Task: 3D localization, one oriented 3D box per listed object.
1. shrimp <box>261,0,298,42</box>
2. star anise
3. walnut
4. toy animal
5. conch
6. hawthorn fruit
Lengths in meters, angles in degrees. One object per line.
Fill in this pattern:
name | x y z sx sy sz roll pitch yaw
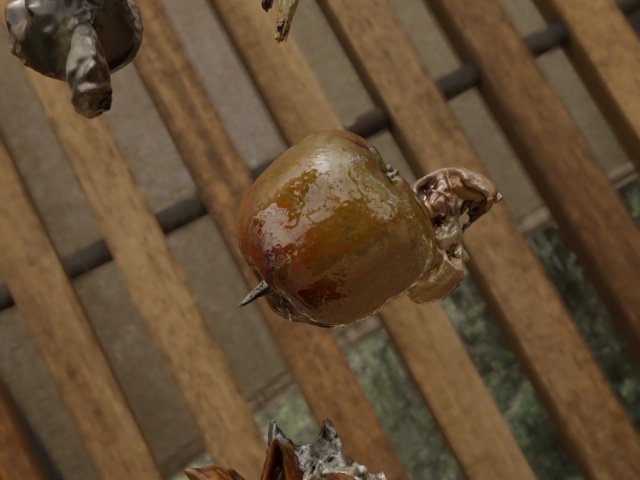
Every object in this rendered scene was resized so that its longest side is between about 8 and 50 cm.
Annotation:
shrimp | -0.049 -0.279 1.559 0.023 0.114 0.083 16 -18 -28
star anise | -0.043 0.273 1.230 0.196 0.111 0.212 7 -58 -19
walnut | 0.178 -0.017 2.204 0.204 0.141 0.238 -18 43 60
toy animal | -0.293 -0.334 1.544 0.194 0.302 0.344 -10 -52 -10
conch | 0.015 0.346 1.617 0.186 0.313 0.240 6 -56 -16
hawthorn fruit | 0.000 0.000 1.867 0.301 0.267 0.268 -37 -15 1
